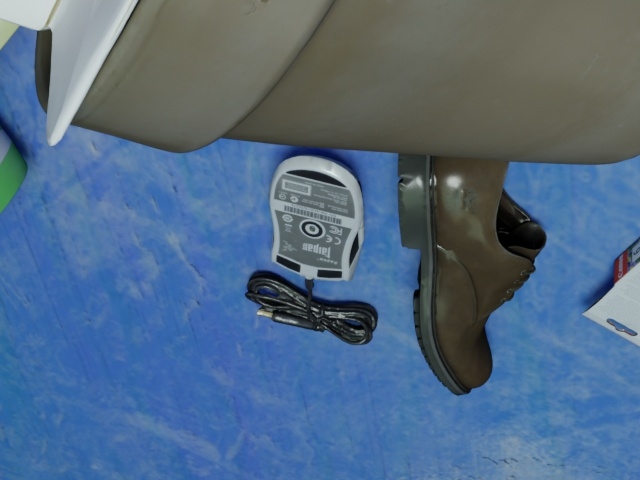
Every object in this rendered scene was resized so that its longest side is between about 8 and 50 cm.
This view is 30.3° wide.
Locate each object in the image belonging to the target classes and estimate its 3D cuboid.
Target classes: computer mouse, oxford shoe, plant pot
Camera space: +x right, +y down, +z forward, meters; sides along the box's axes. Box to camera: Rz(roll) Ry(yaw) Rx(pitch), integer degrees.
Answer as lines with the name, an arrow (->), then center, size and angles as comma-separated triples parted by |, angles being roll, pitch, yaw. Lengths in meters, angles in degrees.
computer mouse -> 0.000, 0.000, 0.871 | 0.106, 0.042, 0.193 | 16, 139, 7
oxford shoe -> 0.112, 0.026, 0.836 | 0.096, 0.083, 0.227 | -1, 131, 11
plant pot -> 0.052, -0.166, 0.557 | 0.280, 0.323, 0.323 | 18, 135, -23

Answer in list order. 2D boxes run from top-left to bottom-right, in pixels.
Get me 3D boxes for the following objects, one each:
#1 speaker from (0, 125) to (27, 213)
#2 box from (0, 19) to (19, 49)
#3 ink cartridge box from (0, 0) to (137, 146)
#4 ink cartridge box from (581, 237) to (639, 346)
speaker -> -0.347, -0.111, 0.806 | 0.131, 0.131, 0.296 | -29, 118, 33
box -> -0.214, -0.155, 0.709 | 0.087, 0.058, 0.232 | 37, 101, -19
ink cartridge box -> -0.127, -0.235, 0.472 | 0.119, 0.353, 0.207 | 13, 137, -28
ink cartridge box -> 0.244, 0.026, 0.834 | 0.063, 0.029, 0.115 | 29, 133, -11
